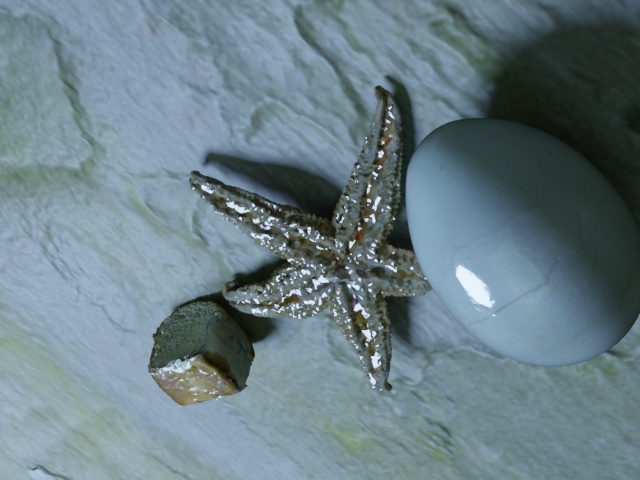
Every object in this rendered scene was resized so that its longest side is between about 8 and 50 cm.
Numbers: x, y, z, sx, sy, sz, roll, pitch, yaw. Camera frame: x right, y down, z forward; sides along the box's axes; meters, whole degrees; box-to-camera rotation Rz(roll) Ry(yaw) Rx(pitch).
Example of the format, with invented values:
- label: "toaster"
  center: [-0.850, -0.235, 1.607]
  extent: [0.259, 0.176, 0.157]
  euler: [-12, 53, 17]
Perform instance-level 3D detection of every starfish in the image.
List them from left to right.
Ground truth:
- label: "starfish"
  center: [-0.002, 0.003, 0.835]
  extent: [0.231, 0.048, 0.295]
  euler: [9, 125, 11]

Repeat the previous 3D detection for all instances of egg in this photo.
- label: "egg"
  center: [0.147, 0.000, 0.722]
  extent: [0.209, 0.151, 0.151]
  euler: [45, 125, -11]

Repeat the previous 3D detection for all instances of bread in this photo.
- label: "bread"
  center: [-0.112, 0.108, 0.930]
  extent: [0.083, 0.076, 0.070]
  euler: [-18, 129, 27]
